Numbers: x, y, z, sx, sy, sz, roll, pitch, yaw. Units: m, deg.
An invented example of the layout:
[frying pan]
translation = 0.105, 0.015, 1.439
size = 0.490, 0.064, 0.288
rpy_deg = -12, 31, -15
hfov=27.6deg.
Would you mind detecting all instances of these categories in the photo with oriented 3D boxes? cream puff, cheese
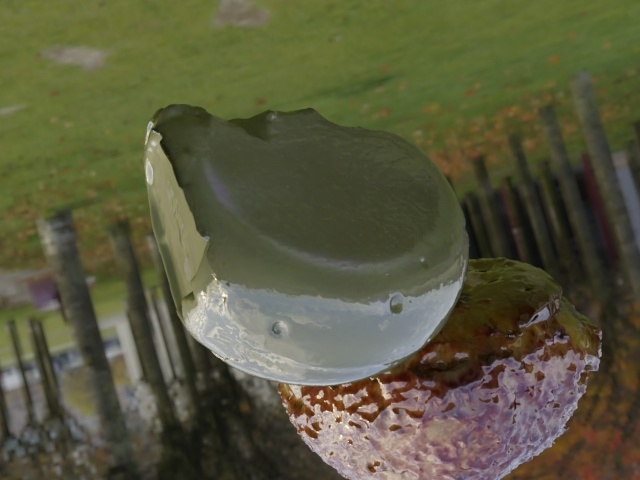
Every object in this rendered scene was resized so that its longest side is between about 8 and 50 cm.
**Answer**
[cream puff]
translation = 0.089, 0.100, 0.965
size = 0.240, 0.164, 0.240
rpy_deg = -20, -173, 3
[cheese]
translation = 0.000, 0.000, 0.742
size = 0.202, 0.175, 0.091
rpy_deg = -2, 142, -36
